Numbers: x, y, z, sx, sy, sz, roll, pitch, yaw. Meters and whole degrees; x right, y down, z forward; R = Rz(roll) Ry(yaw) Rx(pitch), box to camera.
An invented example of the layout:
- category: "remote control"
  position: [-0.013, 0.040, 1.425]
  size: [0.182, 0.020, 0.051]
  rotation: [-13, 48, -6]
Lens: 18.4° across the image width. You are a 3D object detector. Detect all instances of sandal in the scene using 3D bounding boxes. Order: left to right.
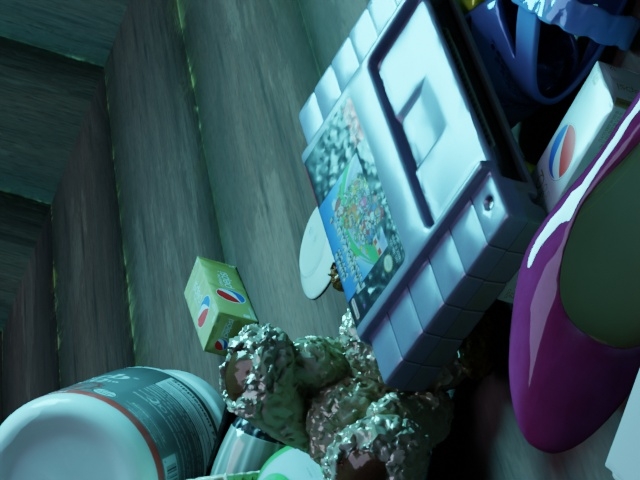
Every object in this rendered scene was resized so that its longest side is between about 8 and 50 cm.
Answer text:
- category: "sandal"
  position: [0.192, -0.176, 1.785]
  size: [0.317, 0.126, 0.138]
  rotation: [126, 149, -50]

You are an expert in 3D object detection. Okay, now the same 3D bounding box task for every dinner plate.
- category: "dinner plate"
  position: [0.000, 0.000, 2.363]
  size: [0.141, 0.017, 0.141]
  rotation: [-164, 90, -73]

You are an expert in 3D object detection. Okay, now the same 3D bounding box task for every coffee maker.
- category: "coffee maker"
  position: [-0.067, 0.207, 2.228]
  size: [0.171, 0.120, 0.178]
  rotation: [-149, 75, -72]

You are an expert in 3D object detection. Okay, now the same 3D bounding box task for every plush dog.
- category: "plush dog"
  position: [0.071, 0.125, 1.869]
  size: [0.262, 0.210, 0.225]
  rotation: [35, 96, 42]

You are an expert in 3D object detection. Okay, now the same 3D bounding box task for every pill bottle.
- category: "pill bottle"
  position: [-0.236, 0.261, 2.339]
  size: [0.363, 0.210, 0.210]
  rotation: [-14, -57, -75]

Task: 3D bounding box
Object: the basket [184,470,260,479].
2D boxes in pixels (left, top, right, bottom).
- category: "basket"
  position: [-0.117, 0.306, 2.086]
  size: [0.167, 0.103, 0.113]
  rotation: [-16, 76, 37]

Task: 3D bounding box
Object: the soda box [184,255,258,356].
- category: "soda box"
  position: [-0.133, 0.088, 2.612]
  size: [0.181, 0.058, 0.061]
  rotation: [-118, 46, -64]

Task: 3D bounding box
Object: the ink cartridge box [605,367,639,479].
- category: "ink cartridge box"
  position: [0.309, 0.046, 1.131]
  size: [0.115, 0.198, 0.273]
  rotation: [-137, 64, -68]

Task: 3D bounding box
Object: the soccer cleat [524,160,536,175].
- category: "soccer cleat"
  position: [0.119, -0.025, 1.867]
  size: [0.289, 0.121, 0.093]
  rotation: [166, 118, -69]

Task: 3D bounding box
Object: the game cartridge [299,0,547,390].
- category: "game cartridge"
  position: [0.079, -0.065, 1.782]
  size: [0.230, 0.068, 0.355]
  rotation: [-52, 38, 33]

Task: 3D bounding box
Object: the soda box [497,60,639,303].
- category: "soda box"
  position: [0.220, -0.040, 1.658]
  size: [0.069, 0.074, 0.216]
  rotation: [-99, 30, -52]

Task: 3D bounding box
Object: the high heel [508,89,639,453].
- category: "high heel"
  position: [0.243, -0.012, 1.467]
  size: [0.181, 0.127, 0.377]
  rotation: [-159, 88, -82]

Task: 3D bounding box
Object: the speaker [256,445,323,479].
- category: "speaker"
  position: [0.017, 0.301, 1.898]
  size: [0.296, 0.131, 0.131]
  rotation: [-125, 53, -67]
